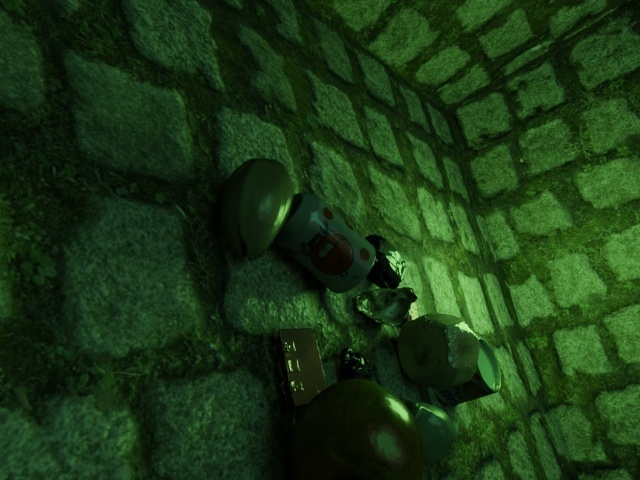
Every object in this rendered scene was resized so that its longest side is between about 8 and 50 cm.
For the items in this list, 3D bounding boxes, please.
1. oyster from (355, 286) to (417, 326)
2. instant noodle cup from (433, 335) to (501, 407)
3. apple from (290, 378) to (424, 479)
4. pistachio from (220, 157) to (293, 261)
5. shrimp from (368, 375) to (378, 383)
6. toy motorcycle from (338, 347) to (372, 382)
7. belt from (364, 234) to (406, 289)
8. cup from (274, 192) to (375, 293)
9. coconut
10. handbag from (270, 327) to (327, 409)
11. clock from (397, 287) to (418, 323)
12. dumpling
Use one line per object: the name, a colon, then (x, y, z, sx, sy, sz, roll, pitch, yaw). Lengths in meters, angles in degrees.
oyster: (0.246, 0.243, 1.663, 0.294, 0.094, 0.166, 15, 78, -29)
instant noodle cup: (0.619, 0.546, 1.840, 0.296, 0.214, 0.297, 29, 47, -37)
apple: (0.088, 0.523, 1.091, 0.339, 0.339, 0.340, 30, 47, -38)
pistachio: (-0.189, -0.095, 1.260, 0.226, 0.207, 0.332, 90, 7, -60)
shrimp: (0.187, 0.539, 1.438, 0.065, 0.056, 0.165, 65, 12, -65)
toy motorcycle: (0.119, 0.451, 1.388, 0.118, 0.084, 0.213, 5, 72, -52)
belt: (0.241, 0.094, 1.714, 0.231, 0.139, 0.126, 54, 35, -22)
cup: (0.000, 0.000, 1.417, 0.317, 0.212, 0.212, 41, 41, -25)
coconut: (0.464, 0.422, 1.668, 0.254, 0.297, 0.298, 5, 64, -37)
handbag: (-0.063, 0.362, 1.234, 0.157, 0.059, 0.213, 11, 58, -49)
clock: (0.380, 0.286, 1.840, 0.113, 0.061, 0.155, 23, 53, -43)
dumpling: (0.302, 0.627, 1.411, 0.320, 0.270, 0.212, 38, 21, -24)
